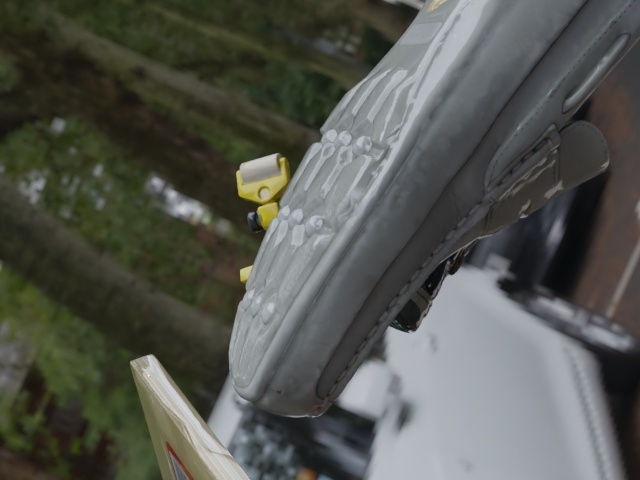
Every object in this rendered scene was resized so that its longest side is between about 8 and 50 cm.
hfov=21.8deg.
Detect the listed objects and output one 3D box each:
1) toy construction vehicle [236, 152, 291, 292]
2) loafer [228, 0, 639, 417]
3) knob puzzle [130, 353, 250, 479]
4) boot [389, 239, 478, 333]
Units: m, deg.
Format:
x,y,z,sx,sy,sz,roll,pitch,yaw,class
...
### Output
x,y,z,sx,sy,sz,roll,pitch,yaw,class
0.000,0.000,0.847,0.035,0.086,0.098,21,-127,-65,toy construction vehicle
0.075,-0.051,0.726,0.319,0.111,0.112,-56,17,-1,loafer
-0.008,0.155,0.617,0.030,0.213,0.213,-22,-17,-17,knob puzzle
0.072,-0.034,1.089,0.178,0.085,0.236,-53,9,-2,boot
